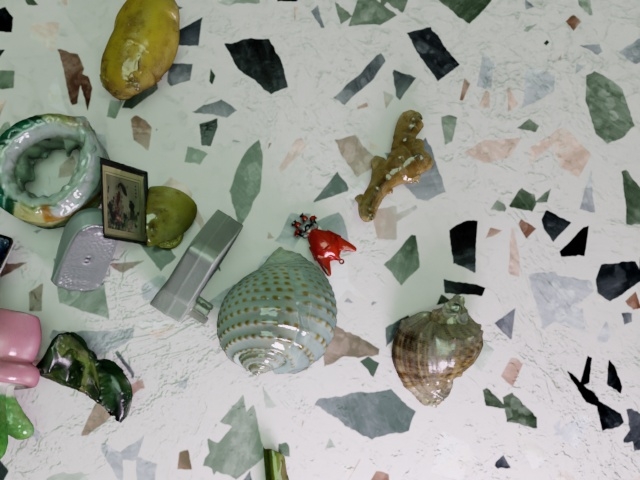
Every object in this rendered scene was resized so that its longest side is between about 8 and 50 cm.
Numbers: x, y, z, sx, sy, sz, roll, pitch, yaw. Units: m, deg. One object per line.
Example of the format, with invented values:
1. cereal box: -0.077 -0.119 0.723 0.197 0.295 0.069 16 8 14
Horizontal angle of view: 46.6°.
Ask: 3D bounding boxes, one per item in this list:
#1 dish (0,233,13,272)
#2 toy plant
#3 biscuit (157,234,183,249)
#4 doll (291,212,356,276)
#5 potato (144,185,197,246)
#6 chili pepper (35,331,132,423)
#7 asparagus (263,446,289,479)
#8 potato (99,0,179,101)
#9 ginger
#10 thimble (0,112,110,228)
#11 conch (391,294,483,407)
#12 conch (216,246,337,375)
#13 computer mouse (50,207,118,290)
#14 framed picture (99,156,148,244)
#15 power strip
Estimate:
1. dish: -0.857 0.056 1.761 0.243 0.080 0.182 16 69 6
2. toy plant: -0.764 0.336 1.699 0.210 0.317 0.356 10 73 -41
3. biscuit: -0.387 -0.018 1.878 0.083 0.023 0.084 1 84 -8
4. doll: 0.000 0.000 1.909 0.169 0.057 0.109 46 70 3
5. potato: -0.367 -0.064 1.828 0.120 0.081 0.149 1 50 -7
6. chili pepper: -0.538 0.325 1.768 0.264 0.116 0.148 31 102 18
7. asparagus: -0.103 0.646 1.827 0.067 0.060 0.278 -4 84 11
8. potato: -0.449 -0.487 1.864 0.172 0.140 0.300 17 76 2
9. ginger: 0.195 -0.187 1.945 0.148 0.081 0.334 36 79 2
10. thimble: -0.642 -0.170 1.783 0.254 0.167 0.288 38 78 2
11. conch: 0.299 0.276 1.869 0.210 0.159 0.291 14 84 -7
12. conch: -0.088 0.177 1.808 0.302 0.215 0.319 19 82 -16
13. computer mouse: -0.565 0.021 1.793 0.127 0.079 0.231 14 115 -36
14. framed picture: -0.472 -0.090 1.799 0.010 0.199 0.195 -6 82 20
15. power strip: -0.285 0.085 1.788 0.141 0.229 0.261 33 114 -4
